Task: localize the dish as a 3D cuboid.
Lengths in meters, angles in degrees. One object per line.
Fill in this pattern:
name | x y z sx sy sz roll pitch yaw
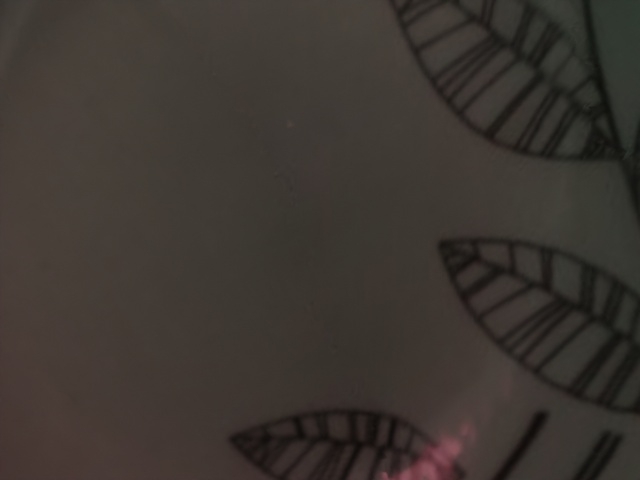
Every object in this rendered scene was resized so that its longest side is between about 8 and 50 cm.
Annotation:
dish | 0.000 0.000 0.341 0.316 0.106 0.316 -13 115 -31
